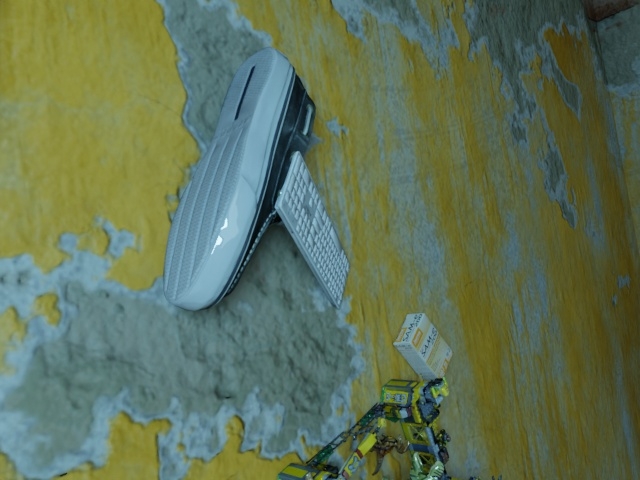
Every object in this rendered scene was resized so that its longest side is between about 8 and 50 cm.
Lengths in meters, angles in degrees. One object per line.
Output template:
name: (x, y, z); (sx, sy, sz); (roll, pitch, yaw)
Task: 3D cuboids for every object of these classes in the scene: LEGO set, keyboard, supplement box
LEGO set: (0.125, 0.324, 0.657); (0.331, 0.192, 0.255); (-14, 91, -45)
keyboard: (0.000, 0.000, 0.647); (0.256, 0.014, 0.072); (63, 42, -55)
supplement box: (0.163, 0.169, 0.833); (0.098, 0.036, 0.062); (51, 51, -23)

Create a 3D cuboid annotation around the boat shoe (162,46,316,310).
boat shoe: (-0.068, -0.067, 0.602); (0.119, 0.121, 0.335); (35, 60, -35)
